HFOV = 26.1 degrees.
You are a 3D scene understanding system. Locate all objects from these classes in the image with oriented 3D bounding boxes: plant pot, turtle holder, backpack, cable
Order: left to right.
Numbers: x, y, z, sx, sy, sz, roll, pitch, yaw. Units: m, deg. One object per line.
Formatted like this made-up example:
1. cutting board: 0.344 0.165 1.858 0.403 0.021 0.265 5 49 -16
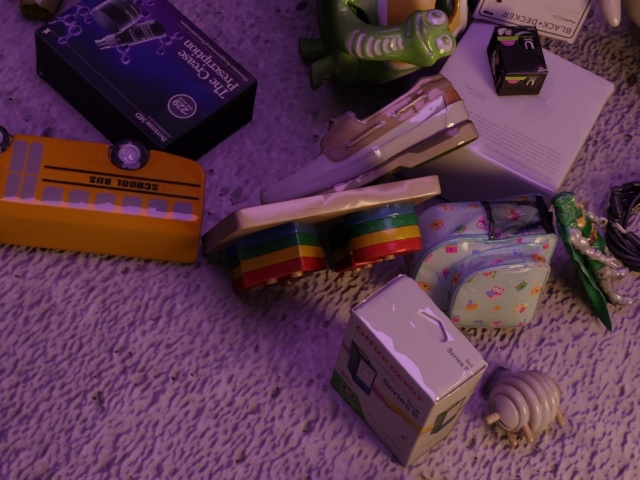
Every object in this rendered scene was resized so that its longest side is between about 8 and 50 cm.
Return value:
1. plant pot: -0.401 -0.363 2.003 0.083 0.083 0.079 11 71 -3
2. turtle holder: 0.086 -0.341 1.919 0.227 0.320 0.243 -6 90 -5
3. backpack: 0.205 0.030 1.811 0.188 0.166 0.144 3 50 -5
4. cable: 0.497 -0.017 1.958 0.184 0.047 0.150 5 59 -7

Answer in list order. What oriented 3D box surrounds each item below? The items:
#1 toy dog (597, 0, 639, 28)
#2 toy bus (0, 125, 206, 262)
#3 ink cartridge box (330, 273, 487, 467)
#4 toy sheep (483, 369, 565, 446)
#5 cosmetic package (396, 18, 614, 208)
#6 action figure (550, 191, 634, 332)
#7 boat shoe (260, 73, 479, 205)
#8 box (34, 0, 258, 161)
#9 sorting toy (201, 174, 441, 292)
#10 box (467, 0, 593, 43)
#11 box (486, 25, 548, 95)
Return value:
1. toy dog: 0.616 -0.291 1.974 0.395 0.284 0.408 -21 85 -38
2. toy bus: -0.320 -0.059 1.811 0.333 0.108 0.130 6 60 -7
3. ink cartridge box: 0.103 0.161 1.688 0.093 0.212 0.154 -34 70 -25
4. toy sheep: 0.259 0.210 1.761 0.132 0.091 0.091 -18 63 -40
5. cosmetic package: 0.256 -0.157 1.947 0.224 0.138 0.224 29 57 8
6. action figure: 0.354 0.006 1.821 0.063 0.232 0.137 -19 50 20
7. boat shoe: 0.051 -0.120 1.824 0.302 0.113 0.103 -23 88 4
8. box: -0.245 -0.229 1.931 0.261 0.103 0.184 42 64 15
9. sorting toy: 0.000 0.000 1.754 0.257 0.255 0.089 -10 85 -15
10. box: 0.285 -0.415 2.057 0.169 0.087 0.290 12 34 -16
11. box: 0.269 -0.246 1.892 0.062 0.052 0.083 -3 60 -10
